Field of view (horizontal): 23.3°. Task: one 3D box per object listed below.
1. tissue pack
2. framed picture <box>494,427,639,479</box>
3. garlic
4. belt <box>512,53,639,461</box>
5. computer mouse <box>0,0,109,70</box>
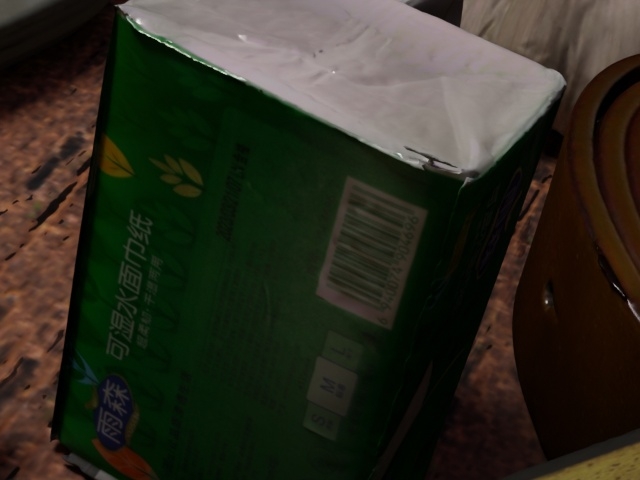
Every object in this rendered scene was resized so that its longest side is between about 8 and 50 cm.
[{"bbox_3d":[-0.001,0.000,0.616,0.148,0.209,0.156,25,37,16],"label":"tissue pack"},{"bbox_3d":[-0.028,0.160,0.372,0.338,0.014,0.255,-21,23,14],"label":"framed picture"},{"bbox_3d":[0.168,-0.177,0.888,0.218,0.212,0.218,9,44,-8],"label":"garlic"},{"bbox_3d":[0.210,0.046,0.692,0.217,0.122,0.339,-2,40,-16],"label":"belt"},{"bbox_3d":[-0.247,-0.147,0.827,0.197,0.095,0.331,25,39,22],"label":"computer mouse"}]
